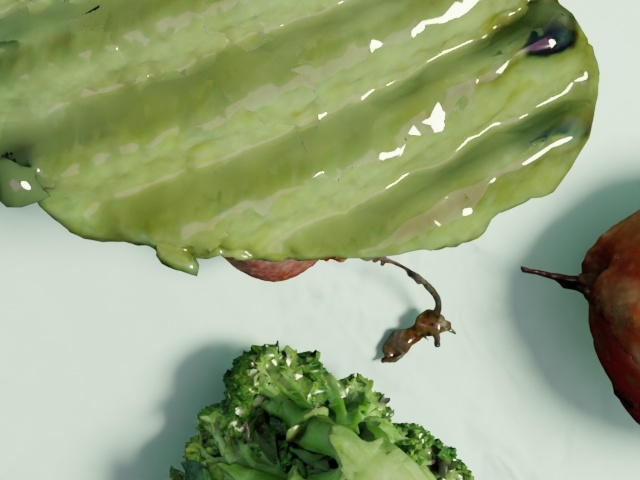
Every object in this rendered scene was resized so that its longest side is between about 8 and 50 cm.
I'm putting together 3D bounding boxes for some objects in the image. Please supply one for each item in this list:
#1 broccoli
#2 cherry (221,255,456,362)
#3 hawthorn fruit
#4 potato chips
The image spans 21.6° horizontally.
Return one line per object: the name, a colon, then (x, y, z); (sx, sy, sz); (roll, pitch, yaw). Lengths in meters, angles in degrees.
broccoli: (0.004, 0.153, 0.929); (0.195, 0.195, 0.156); (5, 146, -23)
cherry: (0.000, 0.000, 0.916); (0.107, 0.090, 0.225); (-42, 125, -19)
hawthorn fruit: (0.229, 0.048, 0.980); (0.235, 0.181, 0.181); (12, 101, -14)
potato chips: (-0.043, -0.172, 0.788); (0.389, 0.097, 0.373); (0, 107, -8)
